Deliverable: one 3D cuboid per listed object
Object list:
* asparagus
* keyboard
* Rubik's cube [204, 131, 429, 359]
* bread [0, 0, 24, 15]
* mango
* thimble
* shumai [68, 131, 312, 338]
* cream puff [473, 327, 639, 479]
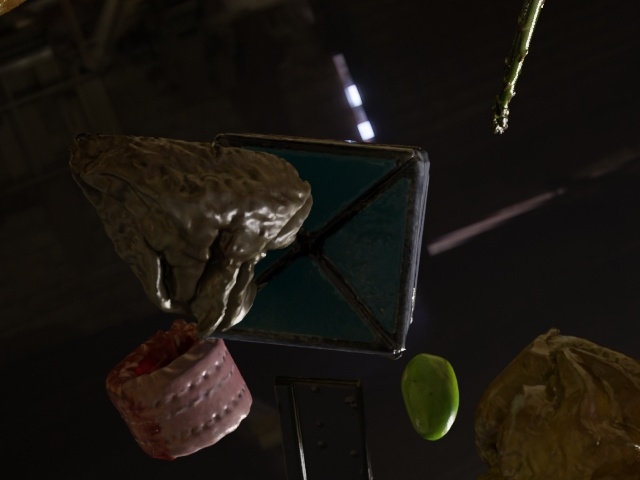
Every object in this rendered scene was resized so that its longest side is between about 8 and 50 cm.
[{"bbox_3d":[0.197,-0.178,1.410,0.025,0.024,0.248,-12,150,-11],"label":"asparagus"},{"bbox_3d":[0.008,0.273,1.480,0.101,0.310,0.018,0,-150,12],"label":"keyboard"},{"bbox_3d":[0.000,0.000,1.727,0.259,0.260,0.255,3,-175,7],"label":"Rubik's cube"},{"bbox_3d":[-0.336,-0.285,1.433,0.070,0.077,0.083,-42,161,-14],"label":"bread"},{"bbox_3d":[0.136,0.195,1.735,0.073,0.108,0.056,-8,168,26],"label":"mango"},{"bbox_3d":[-0.184,0.194,1.801,0.163,0.125,0.189,-30,-165,-7],"label":"thimble"},{"bbox_3d":[-0.126,0.002,1.339,0.184,0.185,0.218,3,177,43],"label":"shumai"},{"bbox_3d":[0.294,0.238,1.469,0.291,0.257,0.324,-1,-170,14],"label":"cream puff"}]
